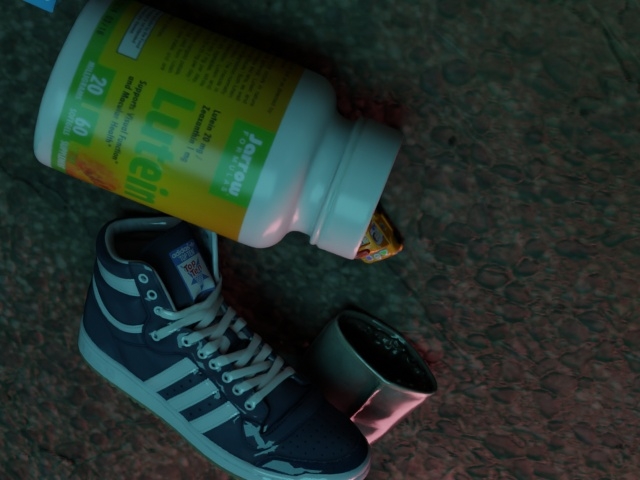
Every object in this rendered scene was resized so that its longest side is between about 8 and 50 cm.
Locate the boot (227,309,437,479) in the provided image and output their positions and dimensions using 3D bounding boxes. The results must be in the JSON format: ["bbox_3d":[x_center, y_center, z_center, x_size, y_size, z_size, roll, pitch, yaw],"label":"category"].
[{"bbox_3d":[0.033,0.172,1.503,0.190,0.076,0.208,36,122,-12],"label":"boot"}]

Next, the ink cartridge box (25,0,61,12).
[{"bbox_3d":[-0.252,-0.251,1.265,0.181,0.061,0.104,24,129,-1],"label":"ink cartridge box"}]

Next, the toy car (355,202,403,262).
[{"bbox_3d":[0.000,0.000,1.393,0.122,0.040,0.060,-4,125,19],"label":"toy car"}]

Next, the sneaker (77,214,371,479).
[{"bbox_3d":[-0.076,0.083,1.408,0.282,0.099,0.153,29,131,23],"label":"sneaker"}]

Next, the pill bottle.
[{"bbox_3d":[-0.071,-0.076,1.294,0.246,0.136,0.136,21,130,0],"label":"pill bottle"}]
